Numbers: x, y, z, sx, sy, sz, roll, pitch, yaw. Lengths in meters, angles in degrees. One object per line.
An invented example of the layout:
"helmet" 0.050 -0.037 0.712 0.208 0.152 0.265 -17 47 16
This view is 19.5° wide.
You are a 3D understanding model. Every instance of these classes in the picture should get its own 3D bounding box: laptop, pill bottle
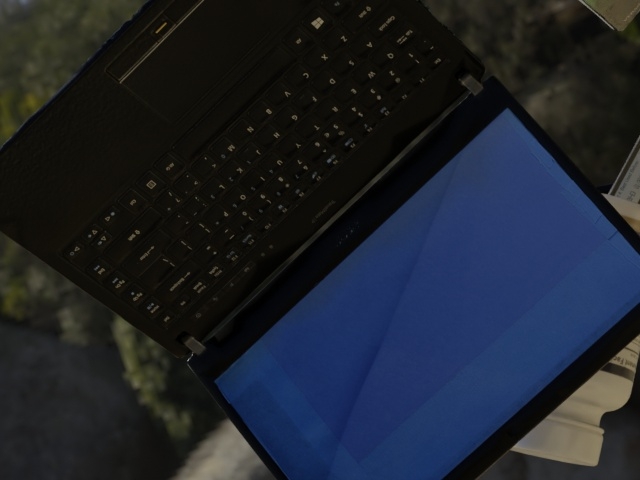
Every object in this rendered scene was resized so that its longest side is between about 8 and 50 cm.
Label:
"laptop" 0.000 0.000 0.934 0.234 0.136 0.264 -43 -55 10
"pill bottle" 0.163 0.057 1.216 0.094 0.169 0.094 13 -8 2

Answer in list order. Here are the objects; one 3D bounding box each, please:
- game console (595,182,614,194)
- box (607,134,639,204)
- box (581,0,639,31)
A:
"game console" 0.280 0.010 1.847 0.107 0.122 0.071 -11 -6 1
"box" 0.319 -0.125 1.580 0.225 0.036 0.136 -43 -19 -48
"box" 0.078 -0.237 1.083 0.058 0.232 0.322 -50 -17 11
